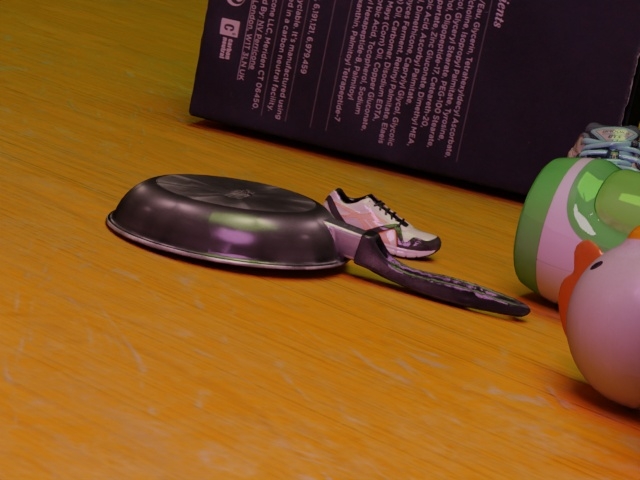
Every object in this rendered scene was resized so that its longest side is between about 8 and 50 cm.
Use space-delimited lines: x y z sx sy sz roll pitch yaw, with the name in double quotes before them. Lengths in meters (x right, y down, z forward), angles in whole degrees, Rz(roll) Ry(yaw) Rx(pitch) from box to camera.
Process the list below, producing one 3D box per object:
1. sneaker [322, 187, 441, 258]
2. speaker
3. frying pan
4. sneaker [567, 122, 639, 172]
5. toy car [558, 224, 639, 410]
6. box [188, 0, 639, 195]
"sneaker" 0.051 -0.014 1.473 0.109 0.043 0.040 15 10 5
"speaker" 0.306 0.024 1.347 0.297 0.131 0.131 18 13 26
"frying pan" -0.020 0.001 1.340 0.326 0.053 0.197 17 13 35
"sneaker" 0.260 -0.052 1.655 0.110 0.122 0.283 13 12 5
"toy car" 0.235 0.035 1.111 0.219 0.210 0.238 -15 14 -41
"box" 0.153 -0.250 2.045 0.472 0.297 0.480 13 12 11
